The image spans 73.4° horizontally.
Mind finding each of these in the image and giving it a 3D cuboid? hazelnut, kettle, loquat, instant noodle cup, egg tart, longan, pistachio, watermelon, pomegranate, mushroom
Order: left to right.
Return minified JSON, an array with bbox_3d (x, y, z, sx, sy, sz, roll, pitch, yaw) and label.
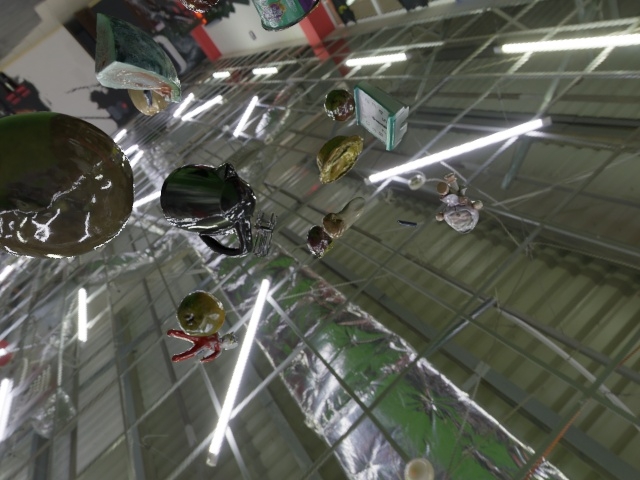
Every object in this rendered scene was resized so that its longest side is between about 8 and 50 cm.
[{"bbox_3d":[-0.548,-0.108,0.868,0.319,0.318,0.318,-26,-147,19],"label":"longan"},{"bbox_3d":[-0.562,-0.506,1.265,0.214,0.319,0.289,-36,-152,9],"label":"watermelon"},{"bbox_3d":[-0.752,-0.652,1.851,0.158,0.229,0.157,-26,-177,1],"label":"pistachio"},{"bbox_3d":[-0.532,-1.104,1.829,0.218,0.218,0.233,4,-112,47],"label":"hazelnut"},{"bbox_3d":[-0.530,0.330,1.937,0.214,0.213,0.246,-33,177,7],"label":"loquat"},{"bbox_3d":[-0.298,-0.095,1.212,0.271,0.207,0.250,5,-102,41],"label":"kettle"},{"bbox_3d":[-0.132,-0.815,1.331,0.252,0.190,0.250,-14,-123,23],"label":"instant noodle cup"},{"bbox_3d":[0.080,-0.379,1.955,0.288,0.288,0.118,-44,-106,-10],"label":"egg tart"},{"bbox_3d":[0.078,-0.530,1.669,0.130,0.130,0.130,-26,-147,19],"label":"pomegranate"},{"bbox_3d":[0.084,-0.083,1.432,0.209,0.084,0.071,-40,168,-44],"label":"mushroom"}]

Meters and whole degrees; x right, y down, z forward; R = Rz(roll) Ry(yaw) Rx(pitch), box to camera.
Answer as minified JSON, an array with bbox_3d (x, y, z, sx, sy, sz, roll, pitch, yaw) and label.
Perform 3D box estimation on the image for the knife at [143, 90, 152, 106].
[{"bbox_3d":[-0.625,-0.517,1.565,0.031,0.018,0.121,-65,-173,-18],"label":"knife"}]

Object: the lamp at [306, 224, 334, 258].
[{"bbox_3d":[0.000,-0.003,2.225,0.135,0.157,0.156,-11,-141,7],"label":"lamp"}]

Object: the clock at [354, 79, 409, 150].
[{"bbox_3d":[0.262,-0.547,1.855,0.116,0.262,0.231,-42,-109,-9],"label":"clock"}]

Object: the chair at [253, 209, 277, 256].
[{"bbox_3d":[-0.279,-0.033,2.079,0.101,0.084,0.212,-145,-111,-67],"label":"chair"}]

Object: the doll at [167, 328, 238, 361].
[{"bbox_3d":[-0.555,0.499,2.093,0.099,0.384,0.188,-35,-116,29],"label":"doll"}]

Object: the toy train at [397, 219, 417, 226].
[{"bbox_3d":[0.345,-0.067,1.721,0.017,0.084,0.017,135,-41,-66],"label":"toy train"}]

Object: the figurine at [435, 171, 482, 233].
[{"bbox_3d":[0.581,-0.152,1.826,0.200,0.275,0.133,-18,-152,31],"label":"figurine"}]
